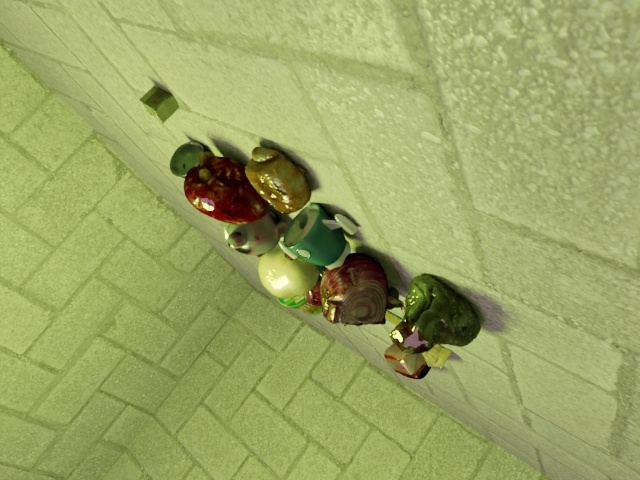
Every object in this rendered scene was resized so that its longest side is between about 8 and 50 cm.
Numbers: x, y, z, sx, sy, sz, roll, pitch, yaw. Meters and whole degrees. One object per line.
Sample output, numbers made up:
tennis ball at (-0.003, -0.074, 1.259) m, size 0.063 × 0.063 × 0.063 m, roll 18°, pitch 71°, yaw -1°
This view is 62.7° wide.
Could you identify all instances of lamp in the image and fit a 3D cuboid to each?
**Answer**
lamp at (-0.429, -0.250, 1.967) m, size 0.171 × 0.147 × 0.227 m, roll 2°, pitch 158°, yaw 27°
lamp at (-0.266, -0.072, 2.014) m, size 0.301 × 0.247 × 0.248 m, roll -145°, pitch 49°, yaw -59°

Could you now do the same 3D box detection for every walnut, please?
walnut at (-0.319, -0.172, 1.793) m, size 0.269 × 0.221 × 0.244 m, roll 43°, pitch -163°, yaw -40°

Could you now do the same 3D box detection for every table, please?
table at (-0.511, -0.432, 1.664) m, size 0.083 × 0.079 × 0.062 m, roll 34°, pitch 163°, yaw 22°

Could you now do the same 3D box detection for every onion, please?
onion at (-0.015, 0.198, 2.305) m, size 0.177 × 0.153 × 0.177 m, roll 46°, pitch 173°, yaw 7°
onion at (0.112, 0.154, 1.714) m, size 0.256 × 0.272 × 0.231 m, roll 10°, pitch 105°, yaw 48°

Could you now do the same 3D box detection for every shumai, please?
shumai at (0.319, 0.251, 1.516) m, size 0.260 × 0.222 × 0.225 m, roll 40°, pitch 164°, yaw -28°

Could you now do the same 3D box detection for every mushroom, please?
mushroom at (-0.121, 0.117, 2.192) m, size 0.260 × 0.254 × 0.234 m, roll 37°, pitch -157°, yaw 17°

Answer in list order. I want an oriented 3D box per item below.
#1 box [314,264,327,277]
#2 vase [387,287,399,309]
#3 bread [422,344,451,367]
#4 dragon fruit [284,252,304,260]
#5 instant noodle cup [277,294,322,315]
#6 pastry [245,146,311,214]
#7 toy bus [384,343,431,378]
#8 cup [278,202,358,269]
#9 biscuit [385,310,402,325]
box at (0.054, 0.147, 2.058) m, size 0.230 × 0.050 × 0.160 m, roll 47°, pitch -173°, yaw -35°
vase at (0.176, 0.189, 1.908) m, size 0.115 × 0.115 × 0.237 m, roll 46°, pitch 160°, yaw -30°
bread at (0.479, 0.478, 2.115) m, size 0.105 × 0.077 × 0.152 m, roll 28°, pitch 164°, yaw 36°
dragon fruit at (-0.071, 0.013, 1.949) m, size 0.175 × 0.138 × 0.142 m, roll 12°, pitch -130°, yaw -43°
instant noodle cup at (-0.077, 0.268, 2.623) m, size 0.207 × 0.207 × 0.232 m, roll 26°, pitch 171°, yaw 38°
pastry at (-0.120, -0.167, 1.504) m, size 0.218 × 0.100 × 0.229 m, roll 28°, pitch 161°, yaw 34°
toy bus at (0.403, 0.554, 2.445) m, size 0.147 × 0.127 × 0.302 m, roll 44°, pitch 167°, yaw -5°
cup at (0.000, 0.000, 1.626) m, size 0.173 × 0.168 × 0.299 m, roll 38°, pitch 141°, yaw -26°
biscuit at (0.299, 0.327, 2.200) m, size 0.231 × 0.016 × 0.139 m, roll 27°, pitch 163°, yaw 35°
